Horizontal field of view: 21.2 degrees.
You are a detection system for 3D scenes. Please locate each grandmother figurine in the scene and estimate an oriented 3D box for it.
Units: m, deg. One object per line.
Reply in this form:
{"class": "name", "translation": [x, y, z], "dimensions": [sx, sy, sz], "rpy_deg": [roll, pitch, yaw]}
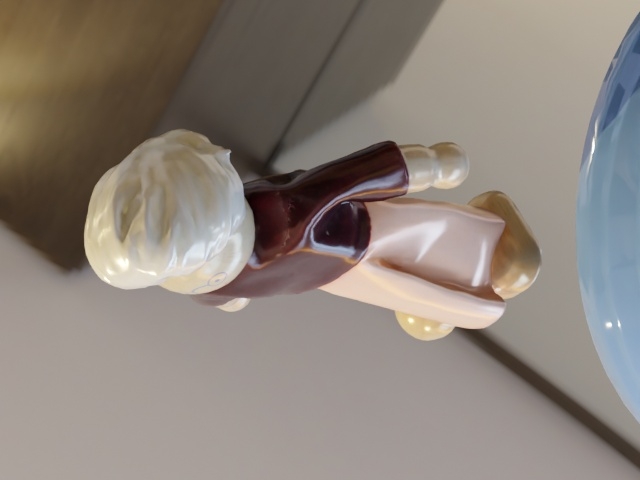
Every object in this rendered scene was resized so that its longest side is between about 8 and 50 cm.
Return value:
{"class": "grandmother figurine", "translation": [0.000, 0.000, 1.023], "dimensions": [0.342, 0.208, 0.104], "rpy_deg": [6, -131, -50]}

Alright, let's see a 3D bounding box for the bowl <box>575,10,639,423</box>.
{"class": "bowl", "translation": [0.344, -0.020, 1.105], "dimensions": [0.391, 0.391, 0.077], "rpy_deg": [13, -179, -28]}
